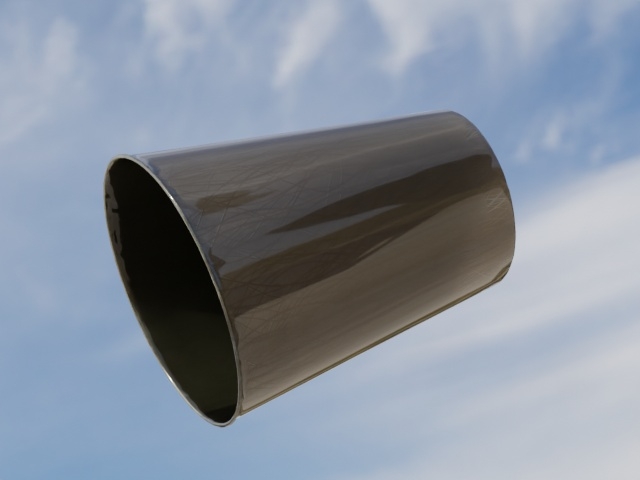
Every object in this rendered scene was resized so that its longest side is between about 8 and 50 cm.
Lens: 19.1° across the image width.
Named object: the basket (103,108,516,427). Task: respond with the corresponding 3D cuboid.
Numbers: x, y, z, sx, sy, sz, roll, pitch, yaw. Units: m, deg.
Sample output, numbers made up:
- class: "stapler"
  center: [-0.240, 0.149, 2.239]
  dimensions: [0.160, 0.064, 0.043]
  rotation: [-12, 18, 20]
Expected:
- class: "basket"
  center: [0.000, 0.000, 1.253]
  dimensions: [0.227, 0.204, 0.154]
  rotation: [-17, -40, -24]
